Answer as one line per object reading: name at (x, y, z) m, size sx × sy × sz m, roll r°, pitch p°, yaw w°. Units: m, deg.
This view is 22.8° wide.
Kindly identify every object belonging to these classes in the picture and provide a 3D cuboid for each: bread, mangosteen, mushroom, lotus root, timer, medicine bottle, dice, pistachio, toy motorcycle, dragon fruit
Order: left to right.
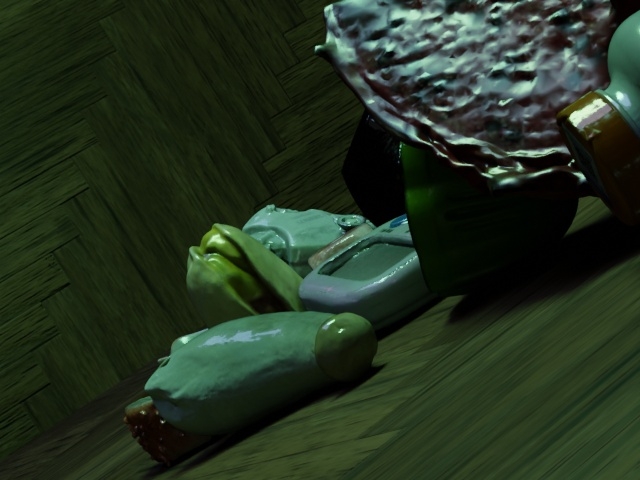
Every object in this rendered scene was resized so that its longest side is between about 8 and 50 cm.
bread at (-0.129, 0.173, 1.689) m, size 0.160 × 0.073 × 0.160 m, roll -29°, pitch 5°, yaw 3°
pistachio at (-0.079, 0.069, 1.782) m, size 0.117 × 0.200 × 0.145 m, roll -49°, pitch 27°, yaw -4°
mushroom at (-0.041, 0.113, 1.514) m, size 0.270 × 0.103 × 0.118 m, roll -23°, pitch 8°, yaw 39°
toy motorcycle at (0.000, 0.000, 2.127) m, size 0.260 × 0.110 × 0.171 m, roll -4°, pitch 24°, yaw -8°
dice at (0.044, 0.037, 1.974) m, size 0.093 × 0.091 × 0.094 m, roll -32°, pitch 2°, yaw 1°
timer at (0.081, 0.032, 1.701) m, size 0.191 × 0.069 × 0.208 m, roll -32°, pitch 14°, yaw -16°
mangosteen at (0.153, -0.114, 2.013) m, size 0.287 × 0.233 × 0.287 m, roll -165°, pitch 90°, yaw -87°
lotus root at (0.173, -0.045, 1.460) m, size 0.186 × 0.186 × 0.186 m, roll -32°, pitch 3°, yaw 2°
dragon fruit at (0.188, -0.112, 1.364) m, size 0.286 × 0.329 × 0.228 m, roll -29°, pitch -33°, yaw 18°
medicine bottle at (0.312, -0.127, 1.118) m, size 0.289 × 0.157 × 0.157 m, roll -33°, pitch 3°, yaw 0°

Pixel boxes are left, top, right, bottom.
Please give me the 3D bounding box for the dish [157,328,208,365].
dish at (-0.109, 0.132, 2.189) m, size 0.212 × 0.077 × 0.151 m, roll -31°, pitch 5°, yaw 7°
